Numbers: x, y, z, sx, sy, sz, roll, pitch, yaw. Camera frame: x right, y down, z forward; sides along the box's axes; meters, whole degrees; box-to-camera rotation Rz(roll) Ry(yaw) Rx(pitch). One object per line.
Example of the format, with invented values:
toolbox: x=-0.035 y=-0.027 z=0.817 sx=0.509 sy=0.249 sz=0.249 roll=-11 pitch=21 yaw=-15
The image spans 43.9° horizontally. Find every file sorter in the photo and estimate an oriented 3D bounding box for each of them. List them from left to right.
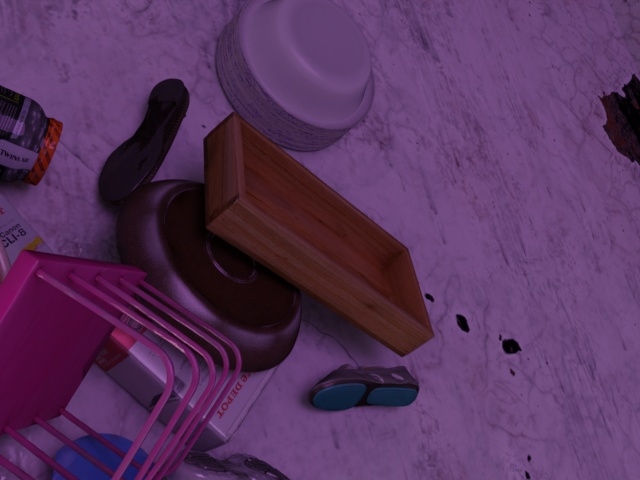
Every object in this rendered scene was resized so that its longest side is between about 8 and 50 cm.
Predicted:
file sorter: x=-0.216 y=0.151 z=0.802 sx=0.182 sy=0.290 sz=0.202 roll=32 pitch=89 yaw=7

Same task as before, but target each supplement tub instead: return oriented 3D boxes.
supplement tub: x=-0.434 y=-0.146 z=1.000 sx=0.190 sy=0.117 sz=0.117 roll=23 pitch=55 yaw=-26

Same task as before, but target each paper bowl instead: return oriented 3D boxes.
paper bowl: x=-0.026 y=-0.310 z=1.379 sx=0.284 sy=0.148 sz=0.284 roll=17 pitch=60 yaw=-30

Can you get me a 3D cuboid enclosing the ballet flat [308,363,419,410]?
ballet flat: x=0.060 y=0.223 z=1.232 sx=0.213 sy=0.072 sz=0.068 roll=8 pitch=35 yaw=-35

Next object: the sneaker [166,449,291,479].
sneaker: x=-0.120 y=0.339 z=1.022 sx=0.232 sy=0.090 sz=0.115 roll=25 pitch=89 yaw=-42

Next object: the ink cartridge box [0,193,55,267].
ink cartridge box: x=-0.379 y=0.064 z=0.925 sx=0.176 sy=0.127 sz=0.128 roll=49 pitch=48 yaw=-5

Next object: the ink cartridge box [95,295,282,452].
ink cartridge box: x=-0.179 y=0.151 z=1.058 sx=0.218 sy=0.092 sz=0.158 roll=44 pitch=48 yaw=-9

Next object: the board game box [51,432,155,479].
board game box: x=-0.266 y=0.318 z=0.946 sx=0.133 sy=0.033 sz=0.169 roll=20 pitch=62 yaw=-35

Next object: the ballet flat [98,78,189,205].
ballet flat: x=-0.252 y=-0.141 z=1.177 sx=0.084 sy=0.058 sz=0.250 roll=5 pitch=52 yaw=15

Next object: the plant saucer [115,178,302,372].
plant saucer: x=-0.133 y=0.032 z=1.081 sx=0.310 sy=0.050 sz=0.311 roll=35 pitch=33 yaw=-27

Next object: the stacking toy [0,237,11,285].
stacking toy: x=-0.448 y=0.066 z=0.585 sx=0.350 sy=0.480 sz=0.351 roll=0 pitch=89 yaw=-10

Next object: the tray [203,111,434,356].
tray: x=0.000 y=0.000 z=1.189 sx=0.411 sy=0.076 sz=0.203 roll=35 pitch=29 yaw=-33
